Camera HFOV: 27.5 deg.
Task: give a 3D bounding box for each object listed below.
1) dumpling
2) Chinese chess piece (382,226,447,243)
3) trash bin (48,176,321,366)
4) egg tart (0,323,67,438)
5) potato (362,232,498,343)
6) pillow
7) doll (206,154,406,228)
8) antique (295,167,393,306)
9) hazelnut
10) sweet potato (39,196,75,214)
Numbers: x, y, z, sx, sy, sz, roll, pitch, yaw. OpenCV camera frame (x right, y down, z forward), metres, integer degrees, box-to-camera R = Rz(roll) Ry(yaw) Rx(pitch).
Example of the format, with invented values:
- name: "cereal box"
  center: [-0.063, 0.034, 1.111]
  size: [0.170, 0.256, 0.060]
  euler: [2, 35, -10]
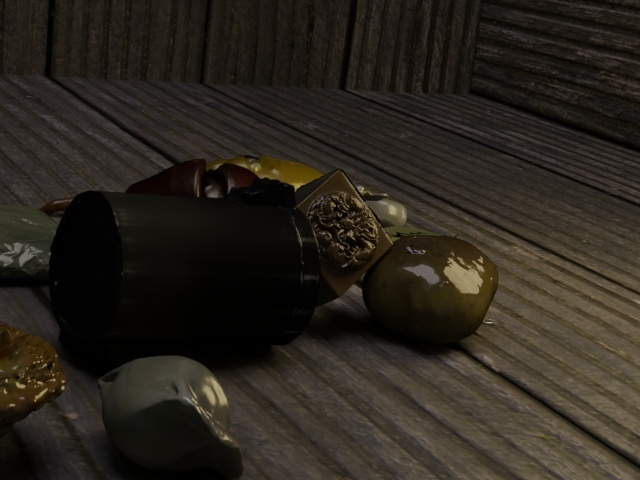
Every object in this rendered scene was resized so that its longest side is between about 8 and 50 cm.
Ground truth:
- name: "dumpling"
  center: [-0.151, 0.191, 1.389]
  size: [0.151, 0.124, 0.229]
  euler: [42, -15, -31]
- name: "Chinese chess piece"
  center: [0.162, 0.017, 2.282]
  size: [0.144, 0.058, 0.144]
  euler: [7, 14, -2]
- name: "trash bin"
  center: [-0.177, 0.036, 1.713]
  size: [0.302, 0.252, 0.203]
  euler: [2, 12, -35]
- name: "egg tart"
  center: [-0.434, 0.157, 1.311]
  size: [0.352, 0.150, 0.352]
  euler: [8, 9, -1]
- name: "potato"
  center: [0.168, 0.061, 1.962]
  size: [0.192, 0.141, 0.296]
  euler: [10, 13, 14]
- name: "pillow"
  center: [-0.511, -0.004, 2.029]
  size: [0.274, 0.076, 0.281]
  euler: [1, 16, -27]
- name: "doll"
  center: [-0.036, -0.062, 2.293]
  size: [0.348, 0.161, 0.423]
  euler: [-1, -4, 10]
- name: "antique"
  center: [0.000, 0.000, 1.896]
  size: [0.152, 0.146, 0.148]
  euler: [-43, 10, -36]
- name: "hazelnut"
  center: [-0.191, -0.013, 2.006]
  size: [0.252, 0.217, 0.217]
  euler: [-3, 15, 1]
- name: "sweet potato"
  center: [-0.418, -0.061, 2.369]
  size: [0.179, 0.044, 0.044]
  euler: [4, 15, -17]
